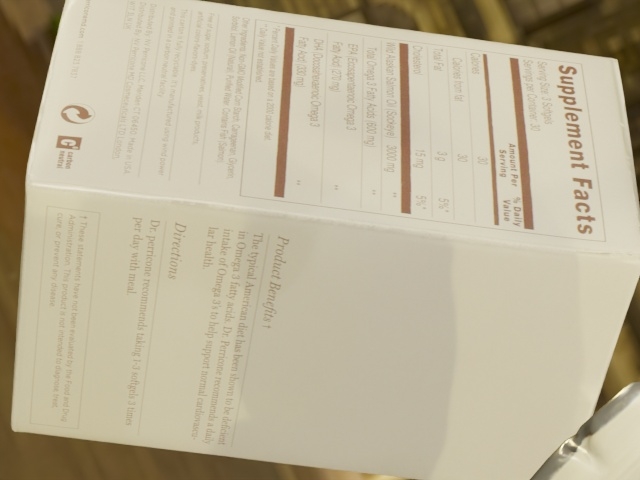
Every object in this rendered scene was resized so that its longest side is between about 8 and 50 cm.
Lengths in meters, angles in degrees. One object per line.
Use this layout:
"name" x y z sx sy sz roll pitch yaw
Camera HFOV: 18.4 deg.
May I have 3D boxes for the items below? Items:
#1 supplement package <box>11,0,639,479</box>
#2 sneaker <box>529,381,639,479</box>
"supplement package" 0.000 0.000 0.621 0.105 0.179 0.105 -88 -173 -50
"sneaker" 0.079 0.144 0.407 0.110 0.107 0.275 42 -32 34
